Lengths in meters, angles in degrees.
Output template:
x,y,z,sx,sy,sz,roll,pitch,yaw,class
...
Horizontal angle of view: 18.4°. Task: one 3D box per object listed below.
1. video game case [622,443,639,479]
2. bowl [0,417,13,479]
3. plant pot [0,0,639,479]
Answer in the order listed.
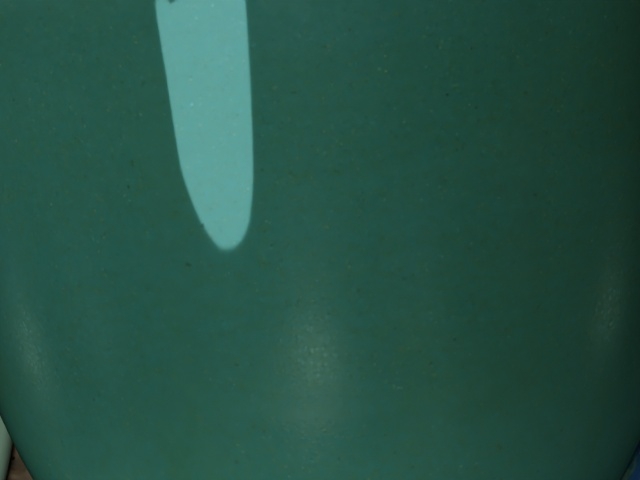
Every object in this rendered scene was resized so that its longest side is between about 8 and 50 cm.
x,y,z,sx,sy,sz,roll,pitch,yaw,class
0.176,0.150,0.669,0.244,0.061,0.270,-3,69,57,video game case
-0.294,0.068,0.865,0.297,0.134,0.298,-5,74,16,bowl
0.000,0.000,0.723,0.293,0.293,0.235,-2,98,16,plant pot
